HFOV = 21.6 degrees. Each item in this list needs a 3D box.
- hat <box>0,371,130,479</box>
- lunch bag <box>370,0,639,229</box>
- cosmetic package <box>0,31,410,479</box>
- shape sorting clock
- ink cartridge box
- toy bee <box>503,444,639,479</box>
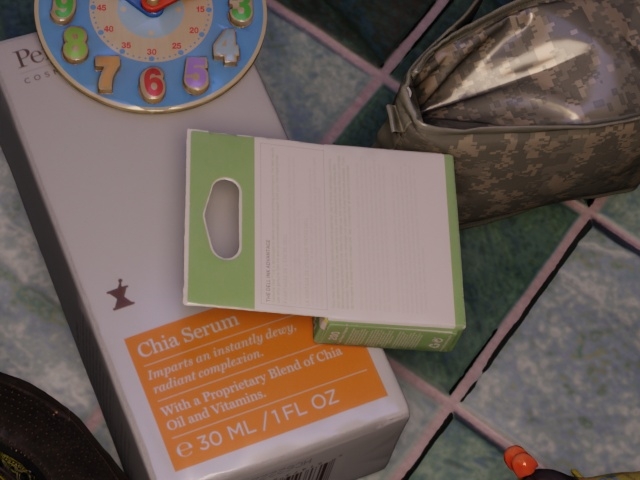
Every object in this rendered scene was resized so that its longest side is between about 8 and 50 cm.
[{"bbox_3d":[-0.315,0.265,1.376,0.331,0.134,0.331,12,45,-12],"label":"hat"},{"bbox_3d":[0.178,-0.121,1.557,0.287,0.235,0.169,-14,73,-13],"label":"lunch bag"},{"bbox_3d":[-0.118,0.016,1.502,0.230,0.161,0.453,-19,68,-15],"label":"cosmetic package"},{"bbox_3d":[-0.150,-0.206,1.494,0.206,0.040,0.206,3,62,-5],"label":"shape sorting clock"},{"bbox_3d":[0.000,0.000,1.404,0.235,0.056,0.171,4,61,-10],"label":"ink cartridge box"},{"bbox_3d":[0.226,0.240,1.413,0.298,0.195,0.162,-23,101,-27],"label":"toy bee"}]
